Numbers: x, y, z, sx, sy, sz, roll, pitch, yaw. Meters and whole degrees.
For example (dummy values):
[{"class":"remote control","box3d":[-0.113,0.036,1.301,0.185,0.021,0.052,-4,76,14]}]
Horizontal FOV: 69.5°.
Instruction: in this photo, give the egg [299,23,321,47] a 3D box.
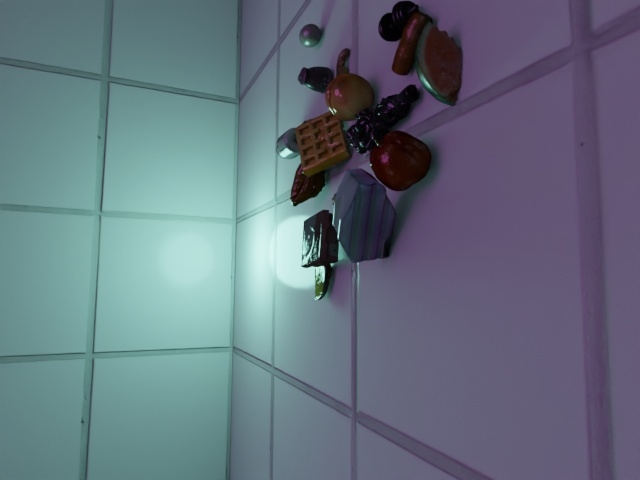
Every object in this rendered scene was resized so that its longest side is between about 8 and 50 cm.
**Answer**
[{"class":"egg","box3d":[-0.051,-0.999,2.254,0.135,0.103,0.103,-179,91,-67]}]

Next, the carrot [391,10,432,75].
[{"class":"carrot","box3d":[0.290,-0.625,1.475,0.087,0.087,0.193,-111,33,-43]}]

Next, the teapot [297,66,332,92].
[{"class":"teapot","box3d":[-0.031,-0.753,2.129,0.148,0.146,0.116,-118,39,-50]}]

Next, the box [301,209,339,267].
[{"class":"box","box3d":[0.000,0.000,1.927,0.215,0.086,0.215,155,120,-64]}]

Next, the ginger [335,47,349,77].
[{"class":"ginger","box3d":[0.092,-0.731,1.970,0.069,0.051,0.173,-5,85,62]}]

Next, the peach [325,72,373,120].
[{"class":"peach","box3d":[0.108,-0.550,1.762,0.184,0.184,0.184,-177,90,-66]}]

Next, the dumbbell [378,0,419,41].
[{"class":"dumbbell","box3d":[0.259,-0.726,1.531,0.208,0.099,0.099,178,95,-66]}]

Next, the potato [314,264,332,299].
[{"class":"potato","box3d":[0.014,0.173,2.036,0.119,0.054,0.197,-155,68,-64]}]

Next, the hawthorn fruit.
[{"class":"hawthorn fruit","box3d":[0.232,-0.257,1.413,0.179,0.200,0.179,-41,20,18]}]

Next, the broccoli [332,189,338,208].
[{"class":"broccoli","box3d":[0.090,-0.154,1.882,0.092,0.095,0.097,34,83,40]}]

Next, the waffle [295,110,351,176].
[{"class":"waffle","box3d":[0.005,-0.422,1.975,0.221,0.055,0.247,-21,65,23]}]

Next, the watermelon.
[{"class":"watermelon","box3d":[0.328,-0.504,1.369,0.146,0.128,0.231,-174,85,-84]}]

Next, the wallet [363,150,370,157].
[{"class":"wallet","box3d":[0.175,-0.366,1.786,0.044,0.011,0.083,141,127,-60]}]

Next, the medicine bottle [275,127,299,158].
[{"class":"medicine bottle","box3d":[-0.158,-0.495,2.396,0.215,0.135,0.135,170,101,-65]}]

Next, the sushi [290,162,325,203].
[{"class":"sushi","box3d":[-0.049,-0.264,2.128,0.140,0.149,0.287,-56,-18,-65]}]

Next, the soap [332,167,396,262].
[{"class":"soap","box3d":[0.142,-0.077,1.522,0.109,0.193,0.323,-115,21,-46]}]

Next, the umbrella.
[{"class":"umbrella","box3d":[0.208,-0.406,1.588,0.337,0.128,0.154,-15,71,62]}]

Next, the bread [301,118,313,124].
[{"class":"bread","box3d":[0.001,-0.506,2.102,0.110,0.156,0.103,-31,-53,-68]}]
